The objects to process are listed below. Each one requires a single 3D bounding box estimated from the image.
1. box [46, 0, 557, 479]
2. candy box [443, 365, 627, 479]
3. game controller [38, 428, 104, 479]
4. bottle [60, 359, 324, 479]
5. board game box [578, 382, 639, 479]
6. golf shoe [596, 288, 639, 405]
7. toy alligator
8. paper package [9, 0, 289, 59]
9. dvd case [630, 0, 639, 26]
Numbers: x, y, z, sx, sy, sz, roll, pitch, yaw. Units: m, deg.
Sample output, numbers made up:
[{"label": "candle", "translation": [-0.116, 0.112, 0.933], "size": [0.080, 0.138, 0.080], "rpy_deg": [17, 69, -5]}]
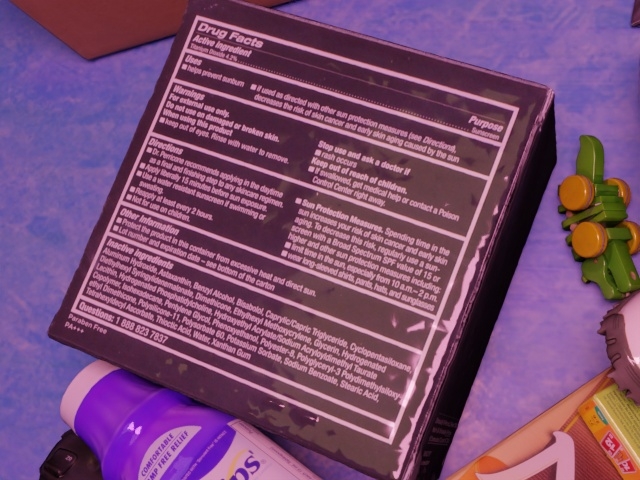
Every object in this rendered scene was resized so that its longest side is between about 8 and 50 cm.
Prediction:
[{"label": "box", "translation": [0.000, 0.000, 0.769], "size": [0.296, 0.183, 0.294], "rpy_deg": [20, 84, 18]}, {"label": "candy box", "translation": [0.148, 0.225, 0.627], "size": [0.316, 0.087, 0.183], "rpy_deg": [-23, 66, -35]}, {"label": "game controller", "translation": [-0.122, 0.284, 0.799], "size": [0.319, 0.067, 0.166], "rpy_deg": [24, 100, 24]}, {"label": "bottle", "translation": [-0.081, 0.189, 0.732], "size": [0.283, 0.092, 0.118], "rpy_deg": [33, 78, 27]}, {"label": "board game box", "translation": [0.314, 0.112, 0.677], "size": [0.259, 0.039, 0.124], "rpy_deg": [-23, 69, -22]}, {"label": "golf shoe", "translation": [0.315, 0.048, 0.628], "size": [0.273, 0.120, 0.105], "rpy_deg": [-3, 62, -15]}, {"label": "toy alligator", "translation": [0.224, 0.009, 0.777], "size": [0.051, 0.056, 0.189], "rpy_deg": [-31, 65, 52]}, {"label": "paper package", "translation": [-0.136, -0.320, 0.818], "size": [0.325, 0.309, 0.168], "rpy_deg": [-13, 74, 14]}, {"label": "dvd case", "translation": [0.326, -0.268, 0.740], "size": [0.018, 0.221, 0.164], "rpy_deg": [17, 80, -19]}]
